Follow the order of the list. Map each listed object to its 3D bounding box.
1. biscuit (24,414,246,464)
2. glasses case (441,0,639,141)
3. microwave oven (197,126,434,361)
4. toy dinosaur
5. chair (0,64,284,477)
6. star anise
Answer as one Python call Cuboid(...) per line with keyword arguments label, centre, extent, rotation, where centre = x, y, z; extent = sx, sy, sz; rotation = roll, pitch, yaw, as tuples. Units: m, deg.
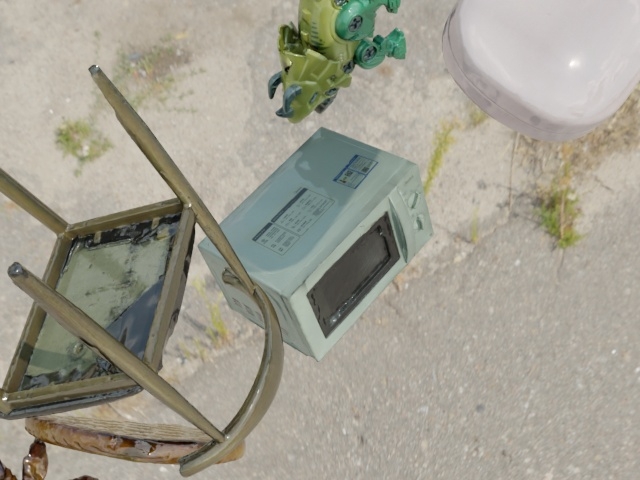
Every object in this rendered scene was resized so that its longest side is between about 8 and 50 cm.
Cuboid(label="biscuit", centre=(-0.199, 0.215, 0.865), extent=(0.228, 0.176, 0.031), rotation=(8, 81, 4))
Cuboid(label="glasses case", centre=(0.184, -0.187, 0.497), extent=(0.113, 0.075, 0.297), rotation=(36, 72, 3))
Cuboid(label="microwave oven", centre=(0.000, 0.000, 0.869), extent=(0.162, 0.122, 0.208), rotation=(27, 62, 37))
Cuboid(label="toy dinosaur", centre=(0.014, -0.241, 0.824), extent=(0.153, 0.259, 0.094), rotation=(-31, 56, -25))
Cuboid(label="chair", centre=(-0.162, 0.043, 0.590), extent=(0.166, 0.272, 0.188), rotation=(-12, 50, 26))
Cuboid(label="star anise", centre=(-0.310, 0.283, 0.840), extent=(0.167, 0.057, 0.168), rotation=(23, 48, -29))
